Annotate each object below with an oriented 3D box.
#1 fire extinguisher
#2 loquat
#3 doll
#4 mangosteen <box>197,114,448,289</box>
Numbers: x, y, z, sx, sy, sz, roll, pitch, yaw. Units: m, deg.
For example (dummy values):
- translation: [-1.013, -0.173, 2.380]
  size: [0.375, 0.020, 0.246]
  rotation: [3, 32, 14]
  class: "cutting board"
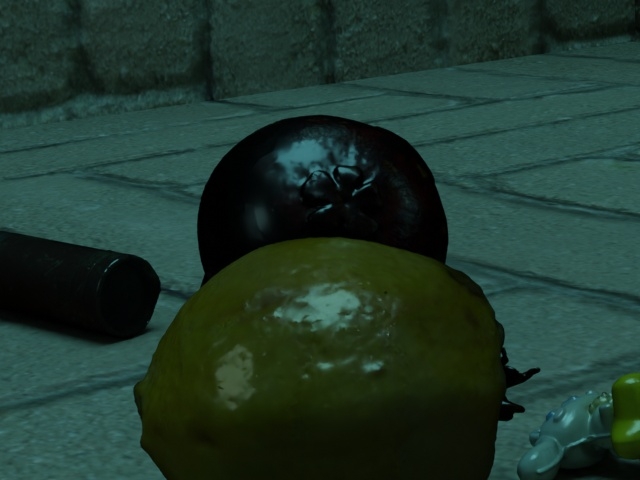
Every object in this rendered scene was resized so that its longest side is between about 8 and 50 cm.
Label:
- translation: [-0.243, 0.031, 1.552]
  size: [0.089, 0.072, 0.268]
  rotation: [-23, 21, -39]
  class: "fire extinguisher"
- translation: [0.009, 0.084, 0.999]
  size: [0.234, 0.176, 0.187]
  rotation: [-6, 28, 4]
  class: "loquat"
- translation: [0.182, 0.115, 1.072]
  size: [0.113, 0.071, 0.135]
  rotation: [-20, 1, 16]
  class: "doll"
- translation: [0.000, 0.000, 1.355]
  size: [0.210, 0.209, 0.210]
  rotation: [-4, 12, 1]
  class: "mangosteen"
